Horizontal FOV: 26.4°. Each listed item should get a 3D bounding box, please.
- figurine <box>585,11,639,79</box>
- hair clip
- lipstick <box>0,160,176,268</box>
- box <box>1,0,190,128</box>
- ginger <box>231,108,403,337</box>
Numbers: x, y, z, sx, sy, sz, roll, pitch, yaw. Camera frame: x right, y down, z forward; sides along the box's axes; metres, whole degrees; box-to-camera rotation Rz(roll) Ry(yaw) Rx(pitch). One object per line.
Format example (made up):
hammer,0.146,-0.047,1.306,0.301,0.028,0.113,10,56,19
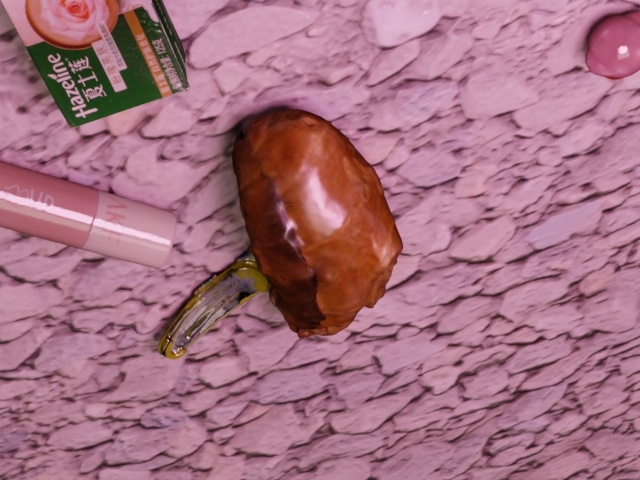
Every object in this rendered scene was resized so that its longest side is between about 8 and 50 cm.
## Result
figurine,0.327,-0.212,1.484,0.071,0.067,0.083,19,110,-49
hair clip,-0.125,0.078,1.657,0.188,0.033,0.060,-41,127,13
lipstick,-0.288,-0.033,1.507,0.254,0.070,0.070,17,125,-24
box,-0.226,-0.223,1.356,0.135,0.081,0.199,-19,129,5
ginger,0.000,0.000,1.534,0.172,0.165,0.321,21,140,29
